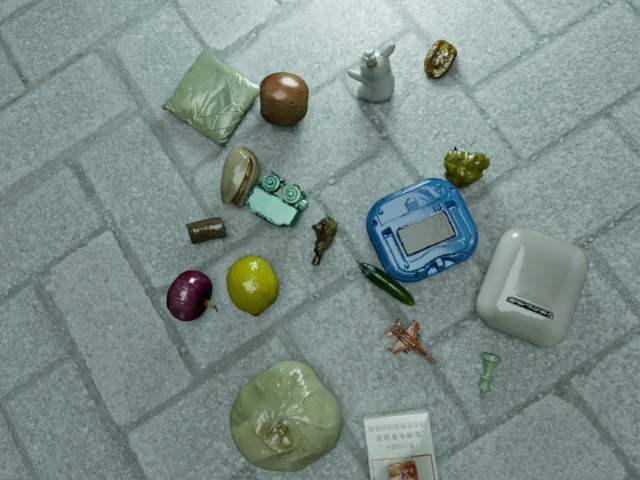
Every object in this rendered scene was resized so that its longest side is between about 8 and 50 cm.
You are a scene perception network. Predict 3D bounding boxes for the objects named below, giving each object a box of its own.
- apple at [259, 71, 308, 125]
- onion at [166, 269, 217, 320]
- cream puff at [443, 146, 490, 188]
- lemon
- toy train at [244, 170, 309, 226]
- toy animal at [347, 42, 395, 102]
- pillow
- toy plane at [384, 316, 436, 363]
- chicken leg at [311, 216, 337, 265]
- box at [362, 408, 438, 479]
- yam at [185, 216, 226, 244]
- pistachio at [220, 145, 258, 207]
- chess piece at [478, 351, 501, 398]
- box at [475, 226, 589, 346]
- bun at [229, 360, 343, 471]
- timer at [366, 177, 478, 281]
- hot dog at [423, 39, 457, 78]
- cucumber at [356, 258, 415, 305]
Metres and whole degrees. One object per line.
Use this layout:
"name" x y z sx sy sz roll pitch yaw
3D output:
"apple" -0.130 -0.501 1.711 0.174 0.188 0.188 2 80 -4
"onion" -0.439 0.187 1.625 0.154 0.177 0.177 10 81 34
"cream puff" 0.494 -0.242 1.632 0.156 0.121 0.156 -5 122 -8
"lemon" -0.229 0.147 1.618 0.181 0.180 0.193 -32 50 0
"toy train" -0.149 -0.138 1.691 0.204 0.112 0.162 30 92 11
"toy animal" 0.183 -0.597 1.660 0.140 0.282 0.138 -46 64 -5
"pillow" -0.403 -0.532 1.799 0.281 0.076 0.274 33 87 4
"toy plane" 0.305 0.343 1.595 0.188 0.062 0.135 40 86 -3
"chicken leg" 0.000 0.000 1.678 0.093 0.070 0.177 15 92 14
"box" 0.259 0.714 1.514 0.211 0.095 0.329 -8 81 5
"yam" -0.404 -0.037 1.713 0.127 0.084 0.084 -14 79 -1
"pistachio" -0.289 -0.229 1.712 0.152 0.126 0.222 -4 74 48
"chess piece" 0.538 0.440 1.556 0.059 0.059 0.149 15 89 8
"box" 0.678 0.145 1.544 0.289 0.141 0.348 22 83 8
"bun" -0.109 0.561 1.514 0.362 0.213 0.360 -1 83 5
"timer" 0.342 -0.037 1.624 0.341 0.115 0.308 -24 82 1
"hot dog" 0.433 -0.659 1.744 0.099 0.065 0.147 33 83 0
"cucumber" 0.218 0.141 1.634 0.250 0.056 0.056 35 85 9
